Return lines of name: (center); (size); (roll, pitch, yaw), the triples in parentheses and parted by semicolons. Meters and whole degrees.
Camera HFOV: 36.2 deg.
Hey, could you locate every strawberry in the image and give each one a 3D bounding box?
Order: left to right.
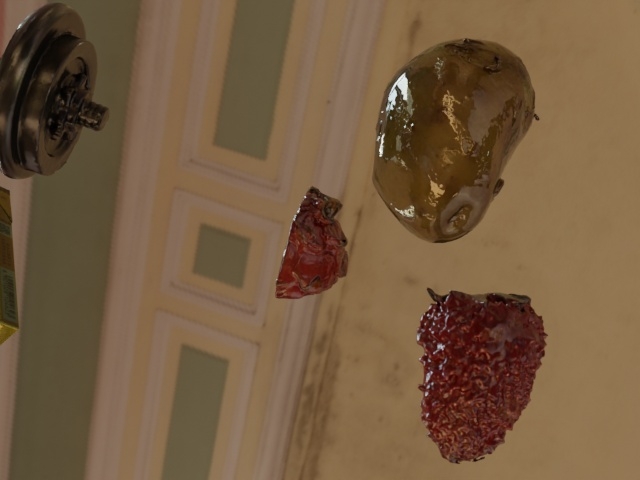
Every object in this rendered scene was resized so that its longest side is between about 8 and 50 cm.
strawberry: (0.199, 0.151, 1.151); (0.167, 0.087, 0.208); (-1, -108, -10)

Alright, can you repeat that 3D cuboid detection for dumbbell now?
dumbbell: (-0.357, -0.178, 1.020); (0.289, 0.192, 0.192); (20, -66, 3)

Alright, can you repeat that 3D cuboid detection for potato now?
potato: (0.105, -0.089, 0.819); (0.137, 0.176, 0.137); (21, -24, 10)

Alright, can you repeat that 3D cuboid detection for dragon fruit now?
dragon fruit: (0.000, 0.000, 1.194); (0.083, 0.162, 0.106); (16, -62, 7)

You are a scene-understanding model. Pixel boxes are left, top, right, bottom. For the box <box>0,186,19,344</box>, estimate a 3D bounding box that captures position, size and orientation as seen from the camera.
box: (-0.516, 0.060, 1.458); (0.153, 0.279, 0.041); (-39, -44, 22)
